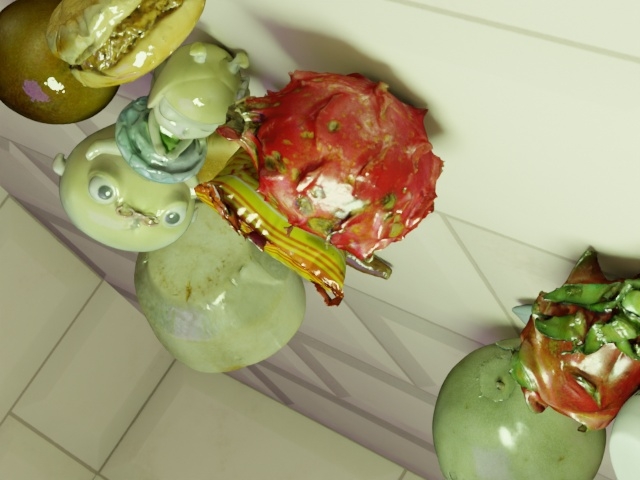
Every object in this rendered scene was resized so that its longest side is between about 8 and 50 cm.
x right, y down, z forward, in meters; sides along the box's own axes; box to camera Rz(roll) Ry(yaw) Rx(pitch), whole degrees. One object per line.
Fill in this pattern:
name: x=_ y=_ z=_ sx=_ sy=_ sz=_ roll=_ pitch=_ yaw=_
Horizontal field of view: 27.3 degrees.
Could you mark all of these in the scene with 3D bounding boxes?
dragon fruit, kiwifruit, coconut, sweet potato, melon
dragon fruit: x=0.014 y=-0.103 z=1.524 sx=0.268 sy=0.210 sz=0.205 roll=24 pitch=-149 yaw=-5
dragon fruit: x=0.320 y=0.117 z=1.589 sx=0.200 sy=0.198 sz=0.269 roll=-14 pitch=157 yaw=6
kiwifruit: x=-0.391 y=-0.263 z=1.908 sx=0.196 sy=0.196 sz=0.234 roll=44 pitch=169 yaw=-34
coconut: x=-0.179 y=0.083 z=2.386 sx=0.323 sy=0.323 sz=0.323 roll=31 pitch=165 yaw=9
sweet potato: x=-0.001 y=0.001 z=2.184 sx=0.264 sy=0.057 sz=0.057 roll=26 pitch=164 yaw=21
melon: x=0.306 y=0.295 z=2.053 sx=0.268 sy=0.268 sz=0.330 roll=26 pitch=156 yaw=28

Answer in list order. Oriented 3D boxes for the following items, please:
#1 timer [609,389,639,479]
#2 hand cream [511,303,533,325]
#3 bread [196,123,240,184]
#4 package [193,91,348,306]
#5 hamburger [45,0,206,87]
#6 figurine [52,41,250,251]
timer: x=0.502 y=0.243 z=1.522 sx=0.285 sy=0.285 sz=0.285 roll=31 pitch=165 yaw=9
hand cream: x=0.382 y=0.173 z=1.932 sx=0.255 sy=0.048 sz=0.079 roll=41 pitch=159 yaw=-18
bread: x=-0.142 y=-0.133 z=1.974 sx=0.305 sy=0.091 sz=0.142 roll=14 pitch=139 yaw=54
package: x=-0.029 y=-0.055 z=1.666 sx=0.223 sy=0.288 sz=0.108 roll=36 pitch=132 yaw=-5
hamburger: x=-0.223 y=-0.268 z=1.511 sx=0.108 sy=0.214 sz=0.213 roll=44 pitch=162 yaw=-30
figurine: x=-0.220 y=-0.163 z=1.834 sx=0.226 sy=0.275 sz=0.394 roll=16 pitch=144 yaw=-24
